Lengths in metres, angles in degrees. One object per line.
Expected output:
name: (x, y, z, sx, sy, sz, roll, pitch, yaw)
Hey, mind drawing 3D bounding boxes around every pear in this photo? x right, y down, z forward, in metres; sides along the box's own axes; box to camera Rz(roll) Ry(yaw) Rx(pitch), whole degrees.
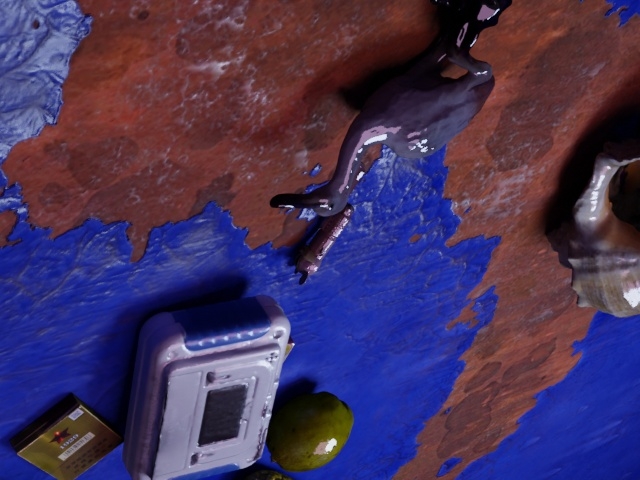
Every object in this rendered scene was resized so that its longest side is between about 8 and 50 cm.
pear: (-0.016, 0.265, 1.769, 0.131, 0.107, 0.107, -43, 150, -4)

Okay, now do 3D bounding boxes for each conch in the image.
conch: (0.491, -0.044, 1.821, 0.352, 0.210, 0.297, -12, 130, 13)

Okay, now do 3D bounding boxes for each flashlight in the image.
flashlight: (0.000, 0.000, 1.510, 0.031, 0.052, 0.110, 30, 103, -21)

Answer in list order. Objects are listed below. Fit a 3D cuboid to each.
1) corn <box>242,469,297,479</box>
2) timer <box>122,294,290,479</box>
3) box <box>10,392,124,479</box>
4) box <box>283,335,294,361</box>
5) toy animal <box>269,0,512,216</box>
corn: (-0.056, 0.392, 1.918, 0.080, 0.080, 0.238, -42, 152, 2)
timer: (-0.134, 0.187, 1.517, 0.178, 0.078, 0.253, -9, 131, -27)
box: (-0.293, 0.234, 1.501, 0.090, 0.023, 0.133, -39, 150, -4)
box: (-0.105, 0.191, 1.633, 0.050, 0.041, 0.207, 0, 131, -46)
toy animal: (0.086, -0.134, 1.370, 0.324, 0.090, 0.195, -51, 143, 1)
